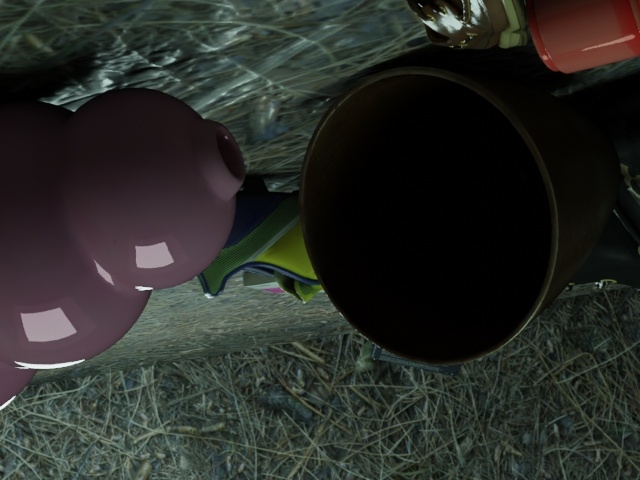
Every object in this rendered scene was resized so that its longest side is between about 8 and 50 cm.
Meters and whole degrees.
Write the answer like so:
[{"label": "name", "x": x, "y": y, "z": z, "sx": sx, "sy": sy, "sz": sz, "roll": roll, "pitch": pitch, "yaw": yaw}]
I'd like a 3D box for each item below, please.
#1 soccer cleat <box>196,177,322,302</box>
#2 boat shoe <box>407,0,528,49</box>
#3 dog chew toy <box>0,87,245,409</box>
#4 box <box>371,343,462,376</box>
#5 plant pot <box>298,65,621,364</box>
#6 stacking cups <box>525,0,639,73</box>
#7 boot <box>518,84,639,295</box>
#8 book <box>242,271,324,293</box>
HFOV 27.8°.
[{"label": "soccer cleat", "x": -0.001, "y": 0.000, "z": 1.259, "sx": 0.289, "sy": 0.121, "sz": 0.093, "roll": -5, "pitch": 169, "yaw": -31}, {"label": "boat shoe", "x": 0.075, "y": -0.133, "z": 0.685, "sx": 0.060, "sy": 0.064, "sz": 0.178, "roll": -13, "pitch": 173, "yaw": 9}, {"label": "dog chew toy", "x": -0.203, "y": 0.002, "z": 0.850, "sx": 0.332, "sy": 0.206, "sz": 0.206, "roll": -22, "pitch": 168, "yaw": 17}, {"label": "box", "x": 0.129, "y": 0.053, "z": 1.473, "sx": 0.108, "sy": 0.153, "sz": 0.207, "roll": 12, "pitch": 160, "yaw": 3}, {"label": "plant pot", "x": 0.138, "y": -0.037, "z": 1.003, "sx": 0.215, "sy": 0.215, "sz": 0.230, "roll": -17, "pitch": 180, "yaw": 39}, {"label": "stacking cups", "x": 0.262, "y": -0.163, "z": 0.684, "sx": 0.316, "sy": 0.096, "sz": 0.096, "roll": -9, "pitch": 173, "yaw": 29}, {"label": "boot", "x": 0.280, "y": 0.022, "z": 1.210, "sx": 0.284, "sy": 0.138, "sz": 0.377, "roll": -11, "pitch": 131, "yaw": 34}, {"label": "book", "x": -0.044, "y": 0.058, "z": 1.876, "sx": 0.096, "sy": 0.035, "sz": 0.144, "roll": -9, "pitch": 171, "yaw": 15}]
